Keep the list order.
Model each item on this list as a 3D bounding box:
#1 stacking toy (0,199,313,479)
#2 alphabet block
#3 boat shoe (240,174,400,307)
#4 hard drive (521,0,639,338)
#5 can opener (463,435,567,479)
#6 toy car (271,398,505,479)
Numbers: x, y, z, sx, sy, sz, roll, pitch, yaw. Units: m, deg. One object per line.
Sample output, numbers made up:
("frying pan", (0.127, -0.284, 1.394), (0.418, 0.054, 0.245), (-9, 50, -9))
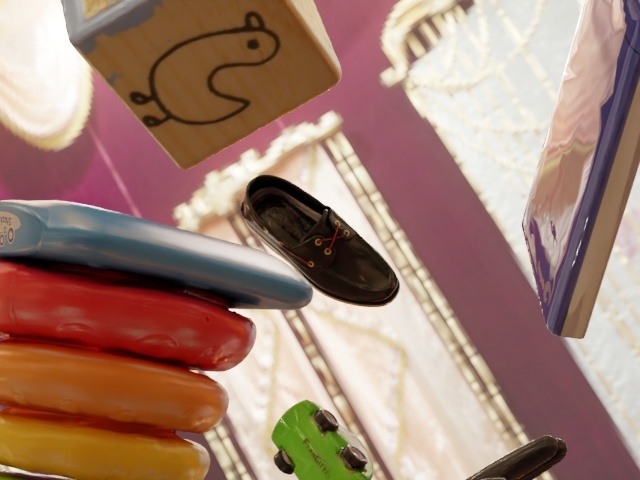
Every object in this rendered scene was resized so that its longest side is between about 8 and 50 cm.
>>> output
("stacking toy", (-0.130, 0.138, 0.772), (0.166, 0.301, 0.175), (15, -9, -33))
("alphabet block", (-0.120, -0.223, 1.366), (0.192, 0.193, 0.197), (-28, -44, 12))
("boat shoe", (-0.001, 0.001, 1.021), (0.049, 0.133, 0.042), (-49, -16, -21))
("hard drive", (0.254, -0.098, 1.340), (0.040, 0.210, 0.318), (8, -58, -5))
("can opener", (0.160, 0.245, 1.402), (0.186, 0.073, 0.059), (-35, -20, 11))
("toy car", (0.042, 0.217, 1.130), (0.239, 0.225, 0.053), (-48, -34, 16))
